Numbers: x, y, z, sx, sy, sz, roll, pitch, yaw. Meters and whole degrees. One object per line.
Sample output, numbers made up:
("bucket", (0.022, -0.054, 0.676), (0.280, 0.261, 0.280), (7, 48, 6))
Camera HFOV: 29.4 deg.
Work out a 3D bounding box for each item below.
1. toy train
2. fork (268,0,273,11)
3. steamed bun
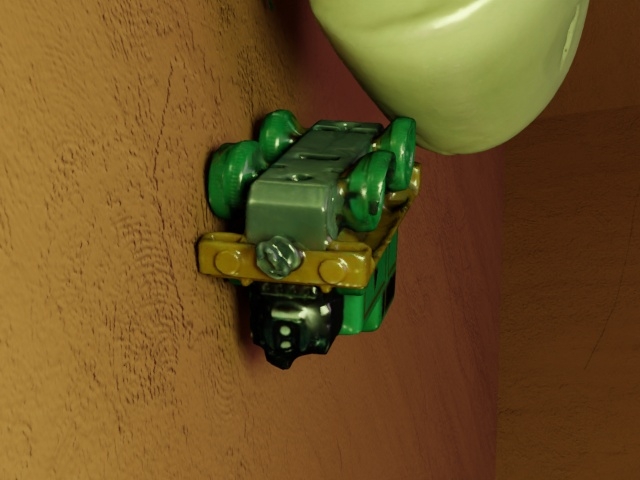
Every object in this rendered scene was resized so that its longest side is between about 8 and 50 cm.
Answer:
("toy train", (0.000, 0.000, 1.309), (0.429, 0.178, 0.249), (-53, 146, -67))
("fork", (-0.093, -0.361, 1.372), (0.039, 0.021, 0.235), (-70, 152, -49))
("steamed bun", (0.174, -0.349, 1.398), (0.371, 0.290, 0.455), (44, 47, -64))
